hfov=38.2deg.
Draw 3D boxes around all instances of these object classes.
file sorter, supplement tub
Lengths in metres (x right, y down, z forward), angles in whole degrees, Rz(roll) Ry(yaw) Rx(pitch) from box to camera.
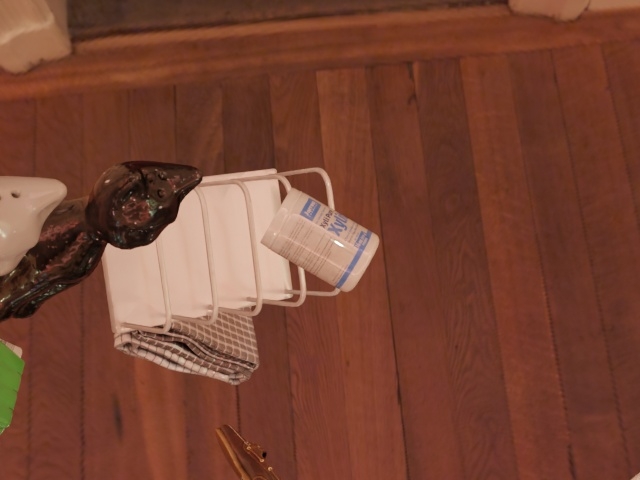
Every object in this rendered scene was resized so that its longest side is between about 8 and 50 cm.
[{"bbox_3d":[-0.128,0.008,1.228,0.278,0.173,0.192,-10,95,-34],"label":"file sorter"},{"bbox_3d":[0.000,0.000,0.956,0.107,0.071,0.071,30,75,-3],"label":"supplement tub"}]

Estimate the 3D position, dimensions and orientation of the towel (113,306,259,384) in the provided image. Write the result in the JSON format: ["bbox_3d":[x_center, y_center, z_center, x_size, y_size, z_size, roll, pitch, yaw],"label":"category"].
[{"bbox_3d":[-0.239,0.126,1.693,0.121,0.284,0.235,-44,40,27],"label":"towel"}]

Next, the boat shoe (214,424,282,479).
[{"bbox_3d":[-0.134,0.428,1.775,0.073,0.073,0.207,-26,48,-18],"label":"boat shoe"}]

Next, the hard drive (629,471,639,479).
[{"bbox_3d":[0.548,0.550,1.572,0.353,0.047,0.233,-45,57,16],"label":"hard drive"}]

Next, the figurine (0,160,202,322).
[{"bbox_3d":[-0.214,-0.001,0.625,0.210,0.215,0.092,-22,87,30],"label":"figurine"}]

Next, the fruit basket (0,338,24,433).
[{"bbox_3d":[-0.831,0.291,1.980,0.353,0.165,0.327,26,34,-25],"label":"fruit basket"}]
